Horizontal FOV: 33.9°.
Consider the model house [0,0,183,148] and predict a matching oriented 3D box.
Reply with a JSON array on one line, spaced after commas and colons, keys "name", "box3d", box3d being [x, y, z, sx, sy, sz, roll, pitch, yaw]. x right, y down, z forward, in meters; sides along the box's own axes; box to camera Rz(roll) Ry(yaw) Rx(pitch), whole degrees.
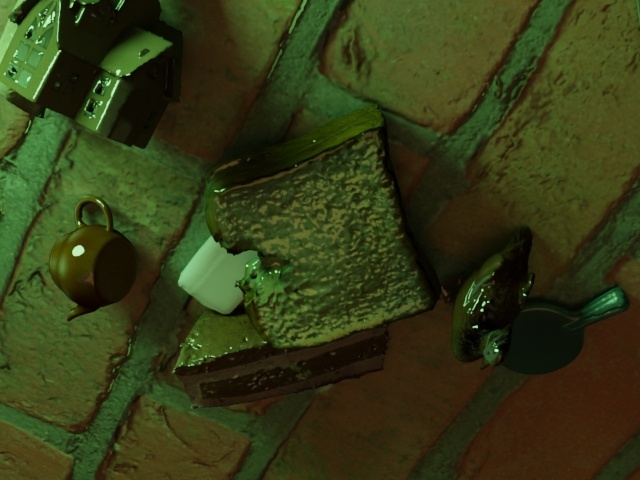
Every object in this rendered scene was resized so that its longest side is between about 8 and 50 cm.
[{"name": "model house", "box3d": [-0.211, -0.241, 1.155, 0.180, 0.176, 0.248, 21, 97, -49]}]

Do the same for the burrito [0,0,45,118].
[{"name": "burrito", "box3d": [-0.321, -0.248, 1.218, 0.087, 0.060, 0.226, 8, 124, -40]}]

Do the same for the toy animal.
[{"name": "toy animal", "box3d": [0.222, 0.071, 1.306, 0.089, 0.179, 0.188, 28, 96, -14]}]

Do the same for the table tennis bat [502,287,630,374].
[{"name": "table tennis bat", "box3d": [0.320, 0.118, 1.403, 0.201, 0.033, 0.124, -31, 117, 27]}]

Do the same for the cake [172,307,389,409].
[{"name": "cake", "box3d": [-0.053, 0.148, 1.450, 0.295, 0.113, 0.116, -7, 129, -2]}]

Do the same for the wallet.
[{"name": "wallet", "box3d": [-0.110, 0.023, 1.394, 0.095, 0.033, 0.190, 34, 120, -13]}]

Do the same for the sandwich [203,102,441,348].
[{"name": "sandwich", "box3d": [0.000, -0.001, 1.303, 0.248, 0.095, 0.273, -19, 119, 5]}]

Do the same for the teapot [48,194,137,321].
[{"name": "teapot", "box3d": [-0.309, 0.026, 1.386, 0.116, 0.116, 0.173, 6, 97, 3]}]

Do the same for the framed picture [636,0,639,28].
[{"name": "framed picture", "box3d": [0.443, -0.248, 1.152, 0.184, 0.016, 0.250, -10, 121, 13]}]
